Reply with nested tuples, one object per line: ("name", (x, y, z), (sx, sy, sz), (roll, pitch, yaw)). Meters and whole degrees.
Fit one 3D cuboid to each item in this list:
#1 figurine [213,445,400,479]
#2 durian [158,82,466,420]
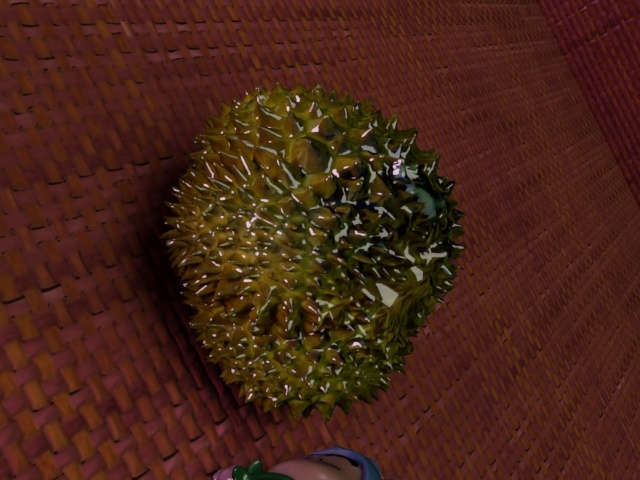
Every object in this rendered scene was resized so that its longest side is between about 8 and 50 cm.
("figurine", (-0.017, 0.232, 0.586), (0.144, 0.114, 0.178), (45, 48, -20))
("durian", (0.003, -0.001, 0.644), (0.291, 0.225, 0.291), (30, 50, -44))
